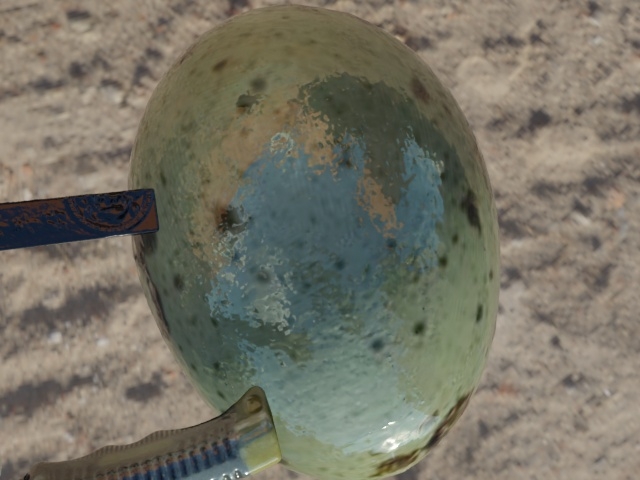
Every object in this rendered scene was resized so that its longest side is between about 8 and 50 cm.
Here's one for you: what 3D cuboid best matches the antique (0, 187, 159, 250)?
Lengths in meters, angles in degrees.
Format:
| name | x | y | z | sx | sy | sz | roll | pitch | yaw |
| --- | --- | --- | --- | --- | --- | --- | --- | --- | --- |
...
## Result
| name | x | y | z | sx | sy | sz | roll | pitch | yaw |
| --- | --- | --- | --- | --- | --- | --- | --- | --- | --- |
| antique | -0.195 | -0.009 | 0.867 | 0.192 | 0.015 | 0.031 | -8 | 90 | -25 |

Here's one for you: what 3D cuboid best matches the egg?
| name | x | y | z | sx | sy | sz | roll | pitch | yaw |
| --- | --- | --- | --- | --- | --- | --- | --- | --- | --- |
| egg | 0.000 | 0.000 | 1.089 | 0.288 | 0.287 | 0.379 | -22 | 88 | -5 |

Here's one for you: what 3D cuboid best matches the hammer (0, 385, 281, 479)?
| name | x | y | z | sx | sy | sz | roll | pitch | yaw |
| --- | --- | --- | --- | --- | --- | --- | --- | --- | --- |
| hammer | -0.136 | 0.155 | 0.886 | 0.227 | 0.159 | 0.041 | -16 | 116 | -6 |
